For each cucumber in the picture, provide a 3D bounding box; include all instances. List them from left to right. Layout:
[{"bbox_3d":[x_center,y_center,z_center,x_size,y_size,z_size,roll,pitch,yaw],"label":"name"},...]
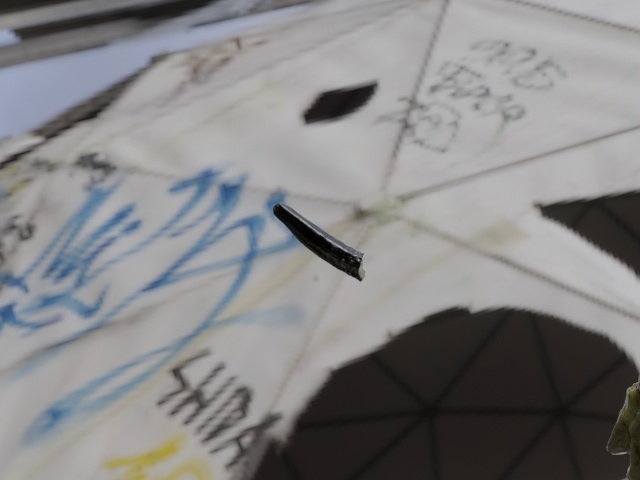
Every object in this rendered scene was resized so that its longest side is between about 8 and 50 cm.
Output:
[{"bbox_3d":[-0.001,0.002,1.825,0.034,0.134,0.033,-58,-177,10],"label":"cucumber"}]

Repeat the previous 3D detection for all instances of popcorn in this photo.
[{"bbox_3d":[0.440,0.231,1.842,0.187,0.167,0.186,-46,-121,52],"label":"popcorn"}]
